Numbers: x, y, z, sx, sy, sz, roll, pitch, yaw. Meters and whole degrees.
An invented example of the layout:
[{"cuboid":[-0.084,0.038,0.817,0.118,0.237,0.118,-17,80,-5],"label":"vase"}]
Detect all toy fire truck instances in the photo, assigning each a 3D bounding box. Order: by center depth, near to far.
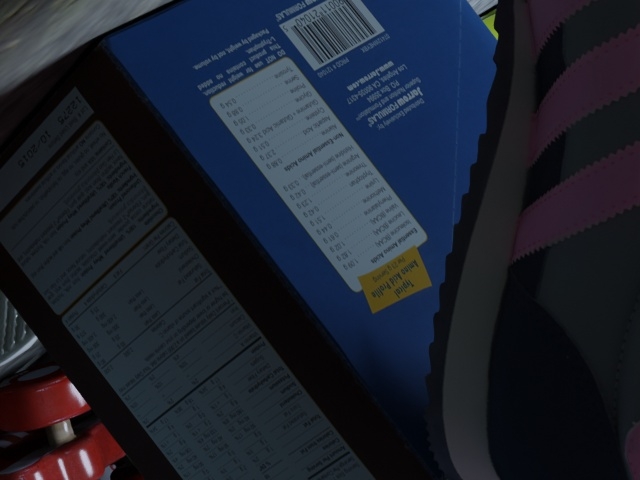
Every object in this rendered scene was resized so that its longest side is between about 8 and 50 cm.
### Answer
[{"cuboid":[-0.253,0.186,1.600,0.254,0.169,0.302,-11,-169,29],"label":"toy fire truck"}]

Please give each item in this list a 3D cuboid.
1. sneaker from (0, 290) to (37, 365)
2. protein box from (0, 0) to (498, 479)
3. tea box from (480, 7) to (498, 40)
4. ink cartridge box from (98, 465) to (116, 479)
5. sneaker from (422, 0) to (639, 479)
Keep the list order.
[{"cuboid":[-0.192,0.056,0.869,0.134,0.051,0.070,-34,179,-9],"label":"sneaker"},{"cuboid":[0.000,0.000,0.732,0.136,0.201,0.200,-39,177,43],"label":"protein box"},{"cuboid":[0.084,-0.015,1.581,0.329,0.220,0.323,-39,177,38],"label":"tea box"},{"cuboid":[-0.121,0.141,1.881,0.270,0.198,0.197,-37,179,19],"label":"ink cartridge box"},{"cuboid":[0.126,-0.053,0.564,0.112,0.131,0.319,-17,118,-51],"label":"sneaker"}]
